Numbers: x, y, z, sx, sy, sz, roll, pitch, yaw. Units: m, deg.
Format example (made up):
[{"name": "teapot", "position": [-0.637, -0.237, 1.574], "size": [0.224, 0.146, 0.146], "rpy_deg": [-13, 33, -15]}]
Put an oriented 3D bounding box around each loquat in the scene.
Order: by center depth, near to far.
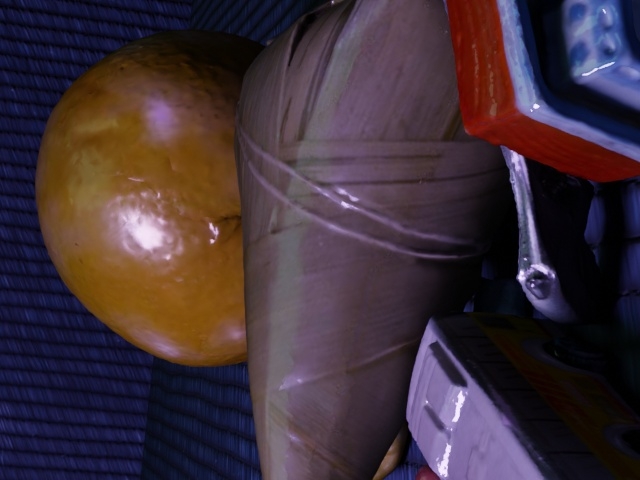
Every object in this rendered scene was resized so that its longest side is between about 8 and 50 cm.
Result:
[{"name": "loquat", "position": [-0.092, -0.047, 1.384], "size": [0.359, 0.328, 0.328], "rpy_deg": [-18, 57, 31]}]

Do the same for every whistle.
[{"name": "whistle", "position": [0.113, 0.118, 0.936], "size": [0.039, 0.039, 0.186], "rpy_deg": [141, 133, -72]}]

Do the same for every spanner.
[{"name": "spanner", "position": [0.091, -0.096, 0.798], "size": [0.093, 0.026, 0.325], "rpy_deg": [-44, -66, -50]}]

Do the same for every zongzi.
[{"name": "zongzi", "position": [0.000, 0.000, 1.051], "size": [0.447, 0.181, 0.418], "rpy_deg": [-171, 99, -79]}]

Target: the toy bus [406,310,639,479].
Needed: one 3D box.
[{"name": "toy bus", "position": [0.118, 0.115, 0.758], "size": [0.268, 0.106, 0.092], "rpy_deg": [-120, 40, -69]}]

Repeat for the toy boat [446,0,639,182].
[{"name": "toy boat", "position": [0.145, -0.203, 0.755], "size": [0.133, 0.145, 0.332], "rpy_deg": [-28, 55, 47]}]

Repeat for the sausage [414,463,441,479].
[{"name": "sausage", "position": [0.070, 0.263, 1.060], "size": [0.029, 0.029, 0.223], "rpy_deg": [-158, 75, -77]}]

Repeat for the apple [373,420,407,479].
[{"name": "apple", "position": [0.030, 0.160, 1.182], "size": [0.071, 0.084, 0.084], "rpy_deg": [-126, 44, -59]}]
